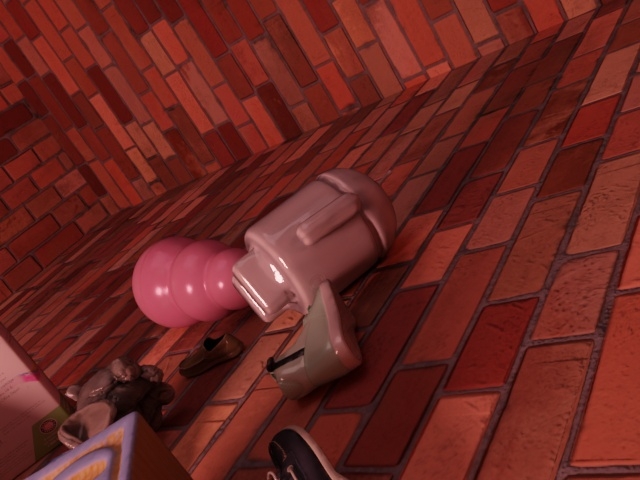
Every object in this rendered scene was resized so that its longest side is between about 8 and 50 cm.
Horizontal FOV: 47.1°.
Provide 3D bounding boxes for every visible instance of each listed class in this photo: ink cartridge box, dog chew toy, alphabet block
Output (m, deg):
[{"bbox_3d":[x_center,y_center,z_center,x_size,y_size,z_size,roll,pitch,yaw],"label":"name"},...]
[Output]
[{"bbox_3d":[-0.680,0.297,1.480,0.207,0.354,0.119,-36,19,-13],"label":"ink cartridge box"},{"bbox_3d":[-0.257,0.088,1.603,0.331,0.207,0.207,-5,31,39],"label":"dog chew toy"},{"bbox_3d":[-0.239,0.358,0.858,0.192,0.197,0.193,-31,18,1],"label":"alphabet block"}]

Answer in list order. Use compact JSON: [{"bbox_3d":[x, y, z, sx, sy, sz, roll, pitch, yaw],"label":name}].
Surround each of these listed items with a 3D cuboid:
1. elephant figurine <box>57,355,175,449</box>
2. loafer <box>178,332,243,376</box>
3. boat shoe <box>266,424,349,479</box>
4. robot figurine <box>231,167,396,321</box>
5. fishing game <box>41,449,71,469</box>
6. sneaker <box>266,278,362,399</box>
[{"bbox_3d":[-0.341,0.319,1.204,0.186,0.169,0.239,-47,22,31],"label":"elephant figurine"},{"bbox_3d":[-0.217,0.216,1.419,0.148,0.050,0.056,-27,19,16],"label":"loafer"},{"bbox_3d":[-0.014,0.293,0.834,0.079,0.095,0.254,-26,25,-18],"label":"boat shoe"},{"bbox_3d":[0.000,0.000,1.382,0.353,0.200,0.300,-38,-6,-16],"label":"robot figurine"},{"bbox_3d":[-0.457,0.423,1.302,0.189,0.041,0.264,-26,11,18],"label":"fishing game"},{"bbox_3d":[-0.021,0.156,1.187,0.151,0.094,0.256,-32,17,10],"label":"sneaker"}]
